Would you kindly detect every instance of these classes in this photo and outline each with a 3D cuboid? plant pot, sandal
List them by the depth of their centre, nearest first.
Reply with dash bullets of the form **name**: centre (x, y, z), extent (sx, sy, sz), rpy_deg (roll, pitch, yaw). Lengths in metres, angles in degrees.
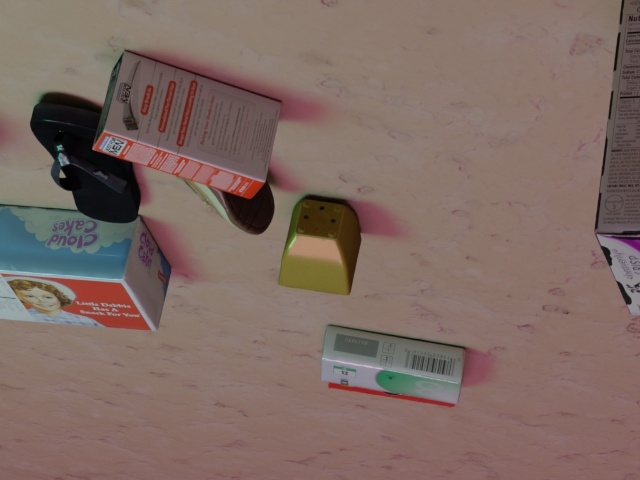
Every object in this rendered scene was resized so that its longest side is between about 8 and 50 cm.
- **sandal**: centre (-0.245, -0.072, 2.082), extent (0.097, 0.054, 0.254), rpy_deg (5, 155, 13)
- **plant pot**: centre (0.000, 0.000, 2.114), extent (0.081, 0.081, 0.083), rpy_deg (9, 146, 5)

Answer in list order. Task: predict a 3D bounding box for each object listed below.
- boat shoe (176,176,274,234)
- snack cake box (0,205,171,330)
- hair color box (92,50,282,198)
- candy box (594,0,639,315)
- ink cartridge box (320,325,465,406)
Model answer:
- **boat shoe**: centre (-0.119, -0.074, 2.030), extent (0.072, 0.068, 0.190), rpy_deg (7, 149, 39)
- **snack cake box**: centre (-0.327, 0.031, 2.303), extent (0.264, 0.089, 0.152), rpy_deg (4, 153, 14)
- **hair color box**: centre (-0.130, -0.112, 1.900), extent (0.167, 0.093, 0.053), rpy_deg (18, 155, -15)
- **candy box**: centre (0.291, -0.073, 1.637), extent (0.071, 0.233, 0.159), rpy_deg (1, 153, 22)
- **ink cartridge box**: centre (0.091, 0.187, 2.515), extent (0.181, 0.056, 0.225), rpy_deg (9, 154, 4)
